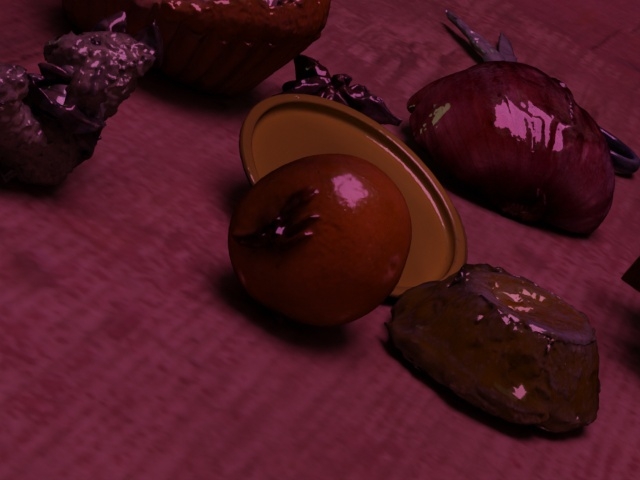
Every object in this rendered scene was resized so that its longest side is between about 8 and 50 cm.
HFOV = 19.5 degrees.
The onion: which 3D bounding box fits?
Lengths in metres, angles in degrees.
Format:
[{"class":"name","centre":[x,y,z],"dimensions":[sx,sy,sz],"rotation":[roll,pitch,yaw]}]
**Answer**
[{"class":"onion","centre":[0.203,-0.128,1.981],"dimensions":[0.227,0.120,0.283],"rotation":[22,21,-26]}]

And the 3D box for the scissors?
[{"class":"scissors","centre":[0.243,-0.200,2.317],"dimensions":[0.256,0.029,0.383],"rotation":[20,21,-19]}]

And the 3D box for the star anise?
[{"class":"star anise","centre":[0.021,-0.140,1.875],"dimensions":[0.129,0.056,0.124],"rotation":[23,33,0]}]

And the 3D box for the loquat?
[{"class":"loquat","centre":[0.000,0.000,1.433],"dimensions":[0.141,0.141,0.141],"rotation":[23,21,-10]}]

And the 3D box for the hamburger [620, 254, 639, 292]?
[{"class":"hamburger","centre":[0.430,0.022,1.706],"dimensions":[0.291,0.291,0.225],"rotation":[24,19,-7]}]

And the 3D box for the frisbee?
[{"class":"frisbee","centre":[0.029,-0.038,1.618],"dimensions":[0.236,0.017,0.236],"rotation":[25,38,-21]}]

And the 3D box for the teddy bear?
[{"class":"teddy bear","centre":[-0.202,-0.101,1.447],"dimensions":[0.133,0.111,0.213],"rotation":[-5,17,44]}]

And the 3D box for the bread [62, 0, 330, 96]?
[{"class":"bread","centre":[-0.125,-0.241,1.819],"dimensions":[0.274,0.149,0.274],"rotation":[18,26,-9]}]

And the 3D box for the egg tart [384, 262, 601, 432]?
[{"class":"egg tart","centre":[0.151,0.076,1.504],"dimensions":[0.197,0.078,0.197],"rotation":[24,19,-9]}]
